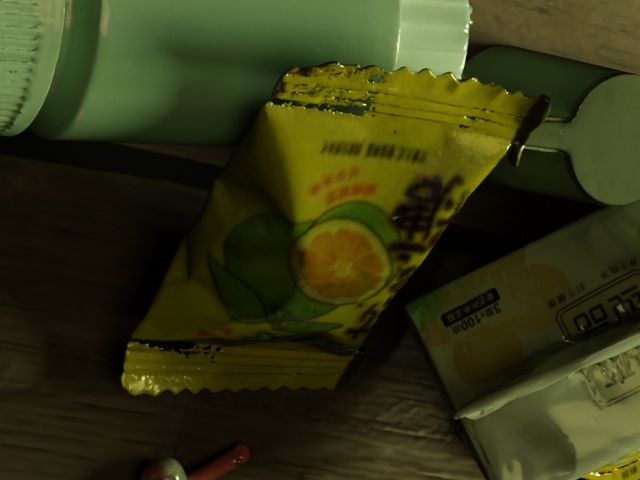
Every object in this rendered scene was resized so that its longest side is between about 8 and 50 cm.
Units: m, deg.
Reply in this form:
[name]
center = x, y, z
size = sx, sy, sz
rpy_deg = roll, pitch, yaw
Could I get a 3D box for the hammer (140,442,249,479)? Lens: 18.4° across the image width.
[hammer]
center = -0.080, 0.157, 1.304
size = 0.083, 0.031, 0.052
rpy_deg = -28, 115, -32

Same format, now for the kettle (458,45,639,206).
[kettle]
center = 0.150, -0.081, 1.309
size = 0.127, 0.148, 0.098
rpy_deg = 38, 82, -28

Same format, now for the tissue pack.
[tissue pack]
center = 0.186, 0.060, 1.294
size = 0.229, 0.145, 0.159
rpy_deg = -26, 80, 0

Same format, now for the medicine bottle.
[medicine bottle]
center = -0.078, -0.134, 1.170
size = 0.318, 0.158, 0.158
rpy_deg = 2, 99, -28

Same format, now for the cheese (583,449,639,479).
[cheese]
center = 0.224, 0.121, 1.433
size = 0.177, 0.069, 0.270
rpy_deg = -27, 111, -23

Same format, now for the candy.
[candy]
center = 0.000, 0.000, 1.215
size = 0.187, 0.081, 0.297
rpy_deg = 6, 135, -31
